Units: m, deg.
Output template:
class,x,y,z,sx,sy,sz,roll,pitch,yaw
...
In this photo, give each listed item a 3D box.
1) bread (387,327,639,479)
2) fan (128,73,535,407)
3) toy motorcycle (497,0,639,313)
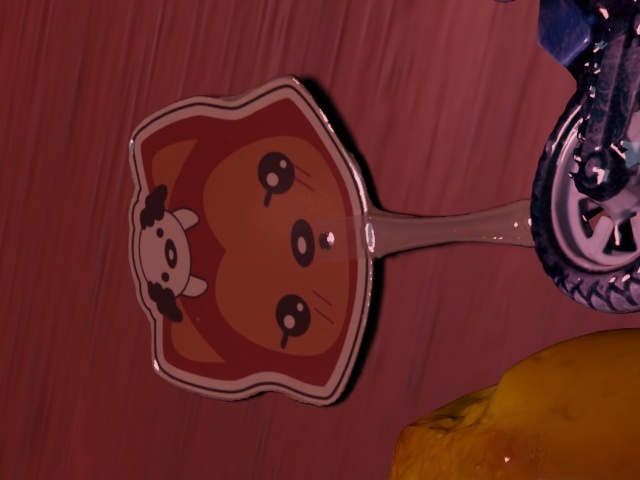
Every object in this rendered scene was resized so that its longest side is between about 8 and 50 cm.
class,x,y,z,sx,sy,sz,roll,pitch,yaw
bread,0.104,0.220,0.578,0.166,0.112,0.384,-8,90,40
fan,0.000,0.000,0.710,0.220,0.009,0.132,-6,93,42
toy motorcycle,0.118,-0.098,0.520,0.135,0.092,0.254,-17,60,53
